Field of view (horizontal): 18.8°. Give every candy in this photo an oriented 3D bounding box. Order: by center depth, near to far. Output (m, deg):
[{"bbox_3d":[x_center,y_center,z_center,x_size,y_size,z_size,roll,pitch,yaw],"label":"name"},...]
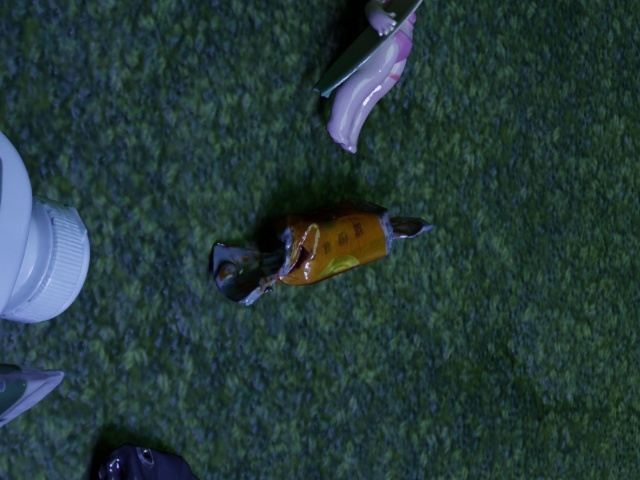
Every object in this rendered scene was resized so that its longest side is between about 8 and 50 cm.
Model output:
[{"bbox_3d":[0.000,0.000,1.218,0.182,0.053,0.046,-21,109,-46],"label":"candy"}]

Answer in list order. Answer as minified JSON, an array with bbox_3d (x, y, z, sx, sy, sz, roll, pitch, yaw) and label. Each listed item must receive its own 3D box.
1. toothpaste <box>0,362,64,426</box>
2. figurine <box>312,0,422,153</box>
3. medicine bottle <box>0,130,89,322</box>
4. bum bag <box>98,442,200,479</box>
[{"bbox_3d":[-0.285,0.073,0.851,0.392,0.099,0.061,6,59,-50],"label":"toothpaste"},{"bbox_3d":[0.039,-0.150,1.249,0.083,0.083,0.187,22,89,-50],"label":"figurine"},{"bbox_3d":[-0.211,-0.011,0.928,0.229,0.083,0.121,19,81,-51],"label":"medicine bottle"},{"bbox_3d":[-0.103,0.244,1.107,0.123,0.060,0.248,27,72,-48],"label":"bum bag"}]
